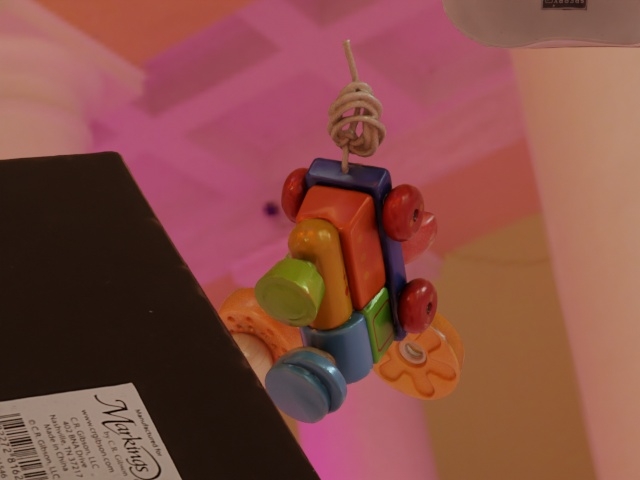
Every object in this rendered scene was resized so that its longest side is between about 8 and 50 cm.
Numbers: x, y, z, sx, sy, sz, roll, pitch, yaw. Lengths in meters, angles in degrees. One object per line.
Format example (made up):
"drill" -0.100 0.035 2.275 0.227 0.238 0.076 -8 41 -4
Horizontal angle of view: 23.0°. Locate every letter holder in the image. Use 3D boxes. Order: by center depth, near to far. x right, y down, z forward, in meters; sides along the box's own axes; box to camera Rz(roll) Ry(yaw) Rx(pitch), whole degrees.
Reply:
"letter holder" -0.124 0.136 0.716 0.152 0.302 0.214 -7 -48 -30

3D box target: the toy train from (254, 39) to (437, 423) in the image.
"toy train" 0.000 0.000 1.112 0.105 0.143 0.248 10 -49 26

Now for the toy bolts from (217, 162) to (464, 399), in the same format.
"toy bolts" 0.019 0.075 1.373 0.218 0.158 0.228 32 -42 9

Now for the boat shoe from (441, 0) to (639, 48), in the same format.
"boat shoe" 0.193 -0.182 1.183 0.084 0.095 0.258 -2 17 -36
